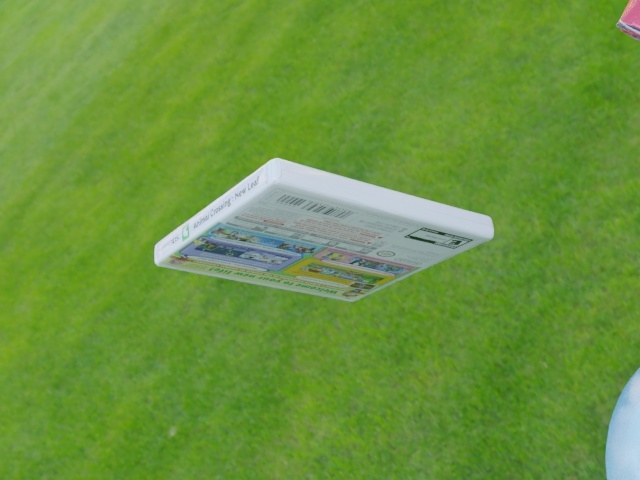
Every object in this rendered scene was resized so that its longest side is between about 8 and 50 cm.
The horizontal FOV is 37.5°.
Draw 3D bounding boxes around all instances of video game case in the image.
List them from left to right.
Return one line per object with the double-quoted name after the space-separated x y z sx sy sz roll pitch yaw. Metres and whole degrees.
0.000 0.000 0.779 0.193 0.212 0.023 -30 56 49 "video game case"

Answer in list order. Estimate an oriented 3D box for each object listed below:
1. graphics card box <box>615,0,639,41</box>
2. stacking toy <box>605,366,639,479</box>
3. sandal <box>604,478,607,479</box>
0.489 -0.149 0.888 0.094 0.371 0.233 -64 33 14 "graphics card box"
0.297 0.146 0.454 0.308 0.280 0.130 -15 -10 -19 "stacking toy"
0.113 0.182 0.485 0.040 0.067 0.179 21 30 24 "sandal"
